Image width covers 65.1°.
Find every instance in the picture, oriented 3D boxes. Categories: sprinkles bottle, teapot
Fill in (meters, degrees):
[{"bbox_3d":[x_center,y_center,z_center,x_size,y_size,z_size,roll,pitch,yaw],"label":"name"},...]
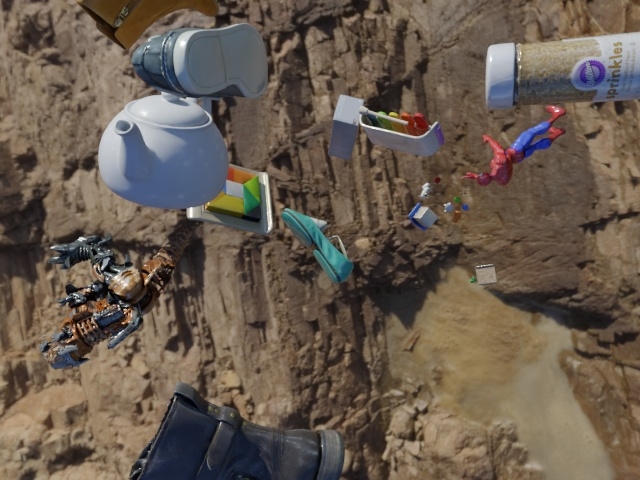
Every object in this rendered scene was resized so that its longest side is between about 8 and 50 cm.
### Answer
[{"bbox_3d":[0.491,-0.313,0.920,0.355,0.121,0.121,1,95,19],"label":"sprinkles bottle"},{"bbox_3d":[-0.281,-0.189,0.931,0.256,0.252,0.187,44,130,43],"label":"teapot"}]

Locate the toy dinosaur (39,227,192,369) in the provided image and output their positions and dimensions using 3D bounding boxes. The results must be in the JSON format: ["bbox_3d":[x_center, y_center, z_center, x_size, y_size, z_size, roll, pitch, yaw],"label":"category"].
[{"bbox_3d":[-0.376,0.097,0.944,0.218,0.322,0.164,29,130,35],"label":"toy dinosaur"}]

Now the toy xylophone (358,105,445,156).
[{"bbox_3d":[0.262,-0.387,1.720,0.322,0.236,0.081,24,79,25],"label":"toy xylophone"}]

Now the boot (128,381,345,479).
[{"bbox_3d":[-0.113,0.299,0.603,0.091,0.229,0.263,-118,47,-70],"label":"boot"}]

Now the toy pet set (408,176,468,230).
[{"bbox_3d":[0.282,-0.080,1.253,0.114,0.122,0.065,-52,19,-6],"label":"toy pet set"}]

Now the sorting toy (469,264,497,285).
[{"bbox_3d":[0.506,0.109,1.571,0.083,0.012,0.062,-11,93,29],"label":"sorting toy"}]

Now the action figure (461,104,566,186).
[{"bbox_3d":[0.434,-0.216,1.175,0.139,0.280,0.091,26,147,46],"label":"action figure"}]

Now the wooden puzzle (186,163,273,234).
[{"bbox_3d":[-0.246,-0.132,1.390,0.044,0.238,0.221,-48,42,46],"label":"wooden puzzle"}]

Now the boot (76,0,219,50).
[{"bbox_3d":[-0.352,-0.485,1.043,0.104,0.295,0.211,29,92,27],"label":"boot"}]

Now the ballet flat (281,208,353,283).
[{"bbox_3d":[0.000,0.000,1.338,0.247,0.087,0.083,52,157,2],"label":"ballet flat"}]

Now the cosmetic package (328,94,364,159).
[{"bbox_3d":[0.096,-0.430,1.929,0.107,0.238,0.127,13,64,4],"label":"cosmetic package"}]

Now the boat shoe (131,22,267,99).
[{"bbox_3d":[-0.170,-0.279,0.790,0.099,0.319,0.116,3,109,15],"label":"boat shoe"}]
